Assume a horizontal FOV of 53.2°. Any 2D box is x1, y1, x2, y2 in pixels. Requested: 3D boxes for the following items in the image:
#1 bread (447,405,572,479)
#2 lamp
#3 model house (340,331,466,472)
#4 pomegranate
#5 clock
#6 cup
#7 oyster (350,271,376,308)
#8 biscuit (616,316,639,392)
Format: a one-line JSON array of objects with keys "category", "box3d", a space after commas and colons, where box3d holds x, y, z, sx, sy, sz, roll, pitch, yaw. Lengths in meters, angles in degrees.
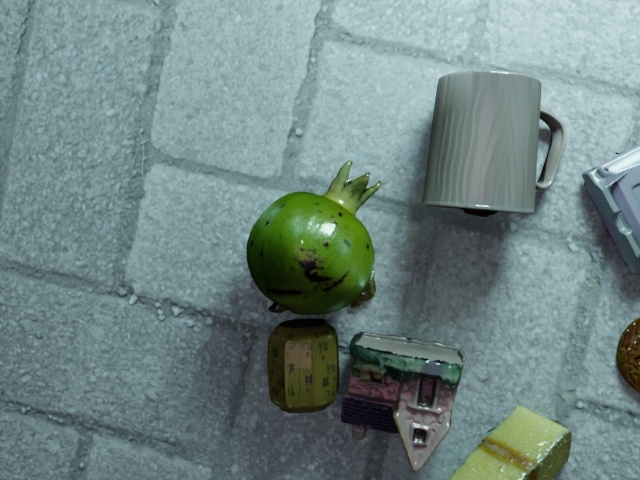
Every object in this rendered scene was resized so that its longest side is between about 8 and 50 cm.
[{"category": "bread", "box3d": [0.400, 0.477, 1.317, 0.266, 0.142, 0.178, -40, 76, -24]}, {"category": "lamp", "box3d": [-0.036, 0.265, 1.365, 0.161, 0.161, 0.185, -3, 92, 6]}, {"category": "model house", "box3d": [0.164, 0.330, 1.321, 0.236, 0.202, 0.238, 8, 94, 6]}, {"category": "pomegranate", "box3d": [0.000, 0.000, 1.305, 0.260, 0.260, 0.341, 32, 93, 3]}, {"category": "clock", "box3d": [0.674, -0.077, 1.301, 0.186, 0.083, 0.253, -28, 90, 6]}, {"category": "cup", "box3d": [0.353, -0.181, 1.266, 0.288, 0.208, 0.273, 4, 93, 7]}, {"category": "oyster", "box3d": [0.095, 0.108, 1.401, 0.051, 0.034, 0.093, 8, 99, 13]}, {"category": "biscuit", "box3d": [0.722, 0.241, 1.345, 0.187, 0.027, 0.188, 0, 94, 7]}]
